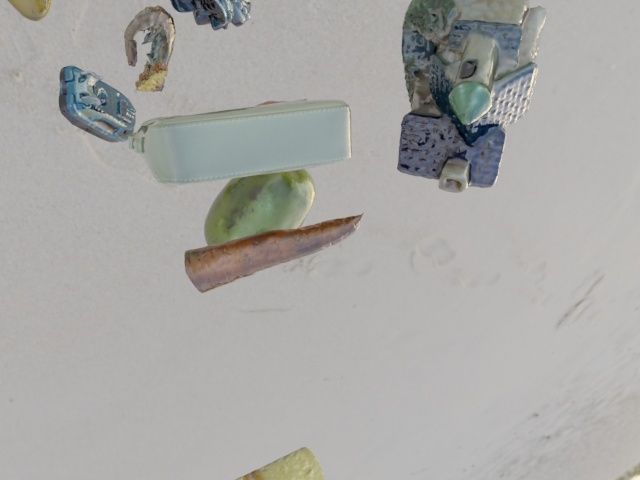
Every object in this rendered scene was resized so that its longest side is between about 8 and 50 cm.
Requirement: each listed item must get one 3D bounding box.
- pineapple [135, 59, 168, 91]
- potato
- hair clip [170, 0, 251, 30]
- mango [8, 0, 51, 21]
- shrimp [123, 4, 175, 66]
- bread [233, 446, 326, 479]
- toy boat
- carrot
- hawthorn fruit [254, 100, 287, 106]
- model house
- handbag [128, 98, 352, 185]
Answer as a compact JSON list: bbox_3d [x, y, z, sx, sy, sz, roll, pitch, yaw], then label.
[{"bbox_3d":[-0.473,-0.472,1.563,0.114,0.114,0.077,-32,142,18],"label":"pineapple"},{"bbox_3d":[-0.147,-0.066,1.301,0.216,0.215,0.304,-5,139,-47],"label":"potato"},{"bbox_3d":[-0.316,-0.745,1.601,0.310,0.195,0.206,83,31,-61],"label":"hair clip"},{"bbox_3d":[-0.785,-0.678,1.447,0.137,0.098,0.195,-12,117,5],"label":"mango"},{"bbox_3d":[-0.509,-0.569,1.632,0.173,0.058,0.253,-17,139,-51],"label":"shrimp"},{"bbox_3d":[-0.126,0.649,1.252,0.346,0.242,0.404,-18,148,-23],"label":"bread"},{"bbox_3d":[-0.516,-0.326,1.354,0.092,0.134,0.299,-3,177,9],"label":"toy boat"},{"bbox_3d":[-0.053,0.010,0.662,0.224,0.057,0.057,-15,154,10],"label":"carrot"},{"bbox_3d":[-0.130,-0.296,1.507,0.189,0.189,0.189,-30,150,-19],"label":"hawthorn fruit"},{"bbox_3d":[0.250,-0.244,0.985,0.298,0.244,0.284,68,34,-63],"label":"model house"},{"bbox_3d":[-0.103,-0.129,0.682,0.256,0.219,0.079,-12,110,-23],"label":"handbag"}]
